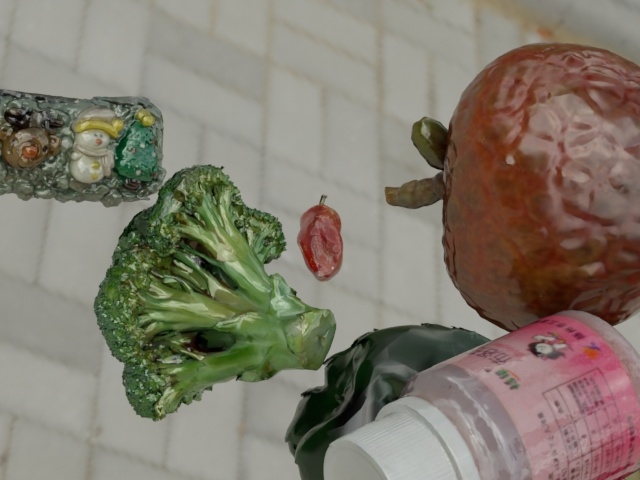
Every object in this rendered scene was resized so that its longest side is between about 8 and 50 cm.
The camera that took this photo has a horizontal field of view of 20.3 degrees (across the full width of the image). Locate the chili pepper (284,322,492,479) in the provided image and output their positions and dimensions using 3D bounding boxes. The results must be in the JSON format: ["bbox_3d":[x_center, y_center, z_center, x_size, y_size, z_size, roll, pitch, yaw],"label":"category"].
[{"bbox_3d":[0.104,0.218,1.889,0.256,0.233,0.249,29,77,-9],"label":"chili pepper"}]

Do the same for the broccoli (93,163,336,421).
[{"bbox_3d":[-0.101,0.059,1.863,0.269,0.269,0.254,48,50,5],"label":"broccoli"}]

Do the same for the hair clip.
[{"bbox_3d":[-0.316,-0.110,2.046,0.321,0.091,0.138,2,91,-27],"label":"hair clip"}]

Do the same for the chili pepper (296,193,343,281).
[{"bbox_3d":[0.000,0.001,2.022,0.059,0.050,0.191,50,18,-20],"label":"chili pepper"}]

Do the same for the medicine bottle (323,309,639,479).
[{"bbox_3d":[0.129,0.152,1.344,0.247,0.147,0.147,-20,69,-31],"label":"medicine bottle"}]

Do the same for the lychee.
[{"bbox_3d":[0.197,-0.043,1.490,0.300,0.255,0.255,20,29,30],"label":"lychee"}]

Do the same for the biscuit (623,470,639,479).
[{"bbox_3d":[0.296,0.235,1.650,0.213,0.091,0.274,27,36,-14],"label":"biscuit"}]
